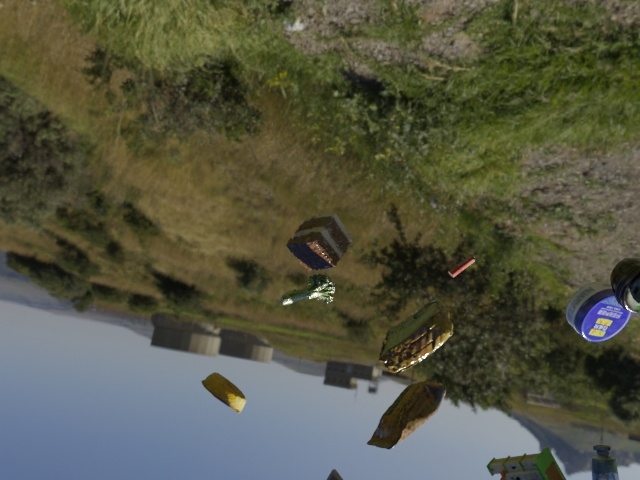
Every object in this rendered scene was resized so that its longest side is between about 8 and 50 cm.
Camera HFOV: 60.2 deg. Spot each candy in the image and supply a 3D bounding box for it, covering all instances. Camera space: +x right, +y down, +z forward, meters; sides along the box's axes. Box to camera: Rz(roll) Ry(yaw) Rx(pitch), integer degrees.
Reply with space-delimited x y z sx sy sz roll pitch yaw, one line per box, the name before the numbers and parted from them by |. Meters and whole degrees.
candy | 0.248 0.517 1.618 0.101 0.271 0.143 54 145 0

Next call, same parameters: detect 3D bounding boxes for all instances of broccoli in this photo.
broccoli | -0.047 0.181 1.946 0.204 0.118 0.122 -15 -154 -27

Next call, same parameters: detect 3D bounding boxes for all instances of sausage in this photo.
sausage | 0.596 0.105 2.312 0.034 0.129 0.034 53 176 5

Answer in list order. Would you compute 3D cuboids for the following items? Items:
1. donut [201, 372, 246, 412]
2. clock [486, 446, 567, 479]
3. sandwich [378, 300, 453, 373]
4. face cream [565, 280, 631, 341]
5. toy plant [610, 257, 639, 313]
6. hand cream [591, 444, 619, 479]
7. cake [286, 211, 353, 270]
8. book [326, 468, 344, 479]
donut | -0.333 0.527 1.930 0.178 0.065 0.162 48 165 -32
clock | 0.767 0.900 2.038 0.106 0.220 0.255 -22 172 -42
sandwich | 0.281 0.277 1.610 0.087 0.226 0.251 50 -169 2
face cream | 0.986 0.250 1.965 0.205 0.206 0.111 14 -158 -21
toy plant | 1.025 0.166 1.716 0.175 0.218 0.235 -23 -152 0
hand cream | 0.700 0.634 1.342 0.088 0.256 0.055 -1 169 2
cake | 0.000 0.000 1.666 0.135 0.147 0.134 -5 134 44
book | 0.043 1.004 2.057 0.018 0.242 0.170 12 -157 -45
